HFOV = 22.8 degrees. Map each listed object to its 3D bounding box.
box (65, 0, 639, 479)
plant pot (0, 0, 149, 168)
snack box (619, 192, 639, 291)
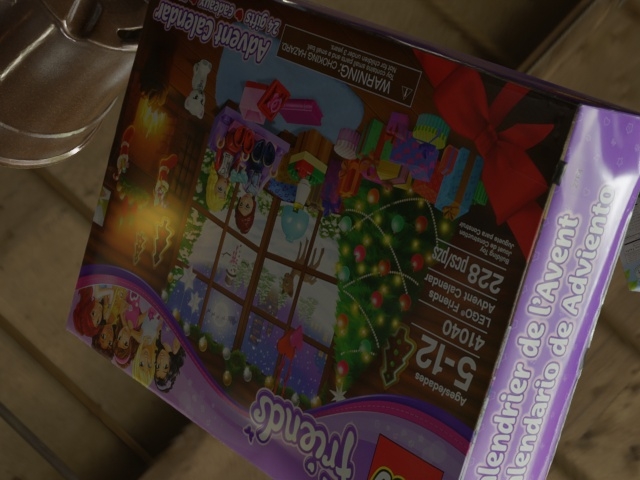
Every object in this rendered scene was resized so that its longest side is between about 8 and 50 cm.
[{"bbox_3d":[0.000,0.000,0.719,0.057,0.293,0.201,6,-76,-41],"label":"box"},{"bbox_3d":[-0.183,-0.155,1.088,0.167,0.165,0.167,14,-116,-31],"label":"plant pot"},{"bbox_3d":[0.266,-0.009,1.223,0.037,0.141,0.100,-22,-106,30],"label":"snack box"}]
